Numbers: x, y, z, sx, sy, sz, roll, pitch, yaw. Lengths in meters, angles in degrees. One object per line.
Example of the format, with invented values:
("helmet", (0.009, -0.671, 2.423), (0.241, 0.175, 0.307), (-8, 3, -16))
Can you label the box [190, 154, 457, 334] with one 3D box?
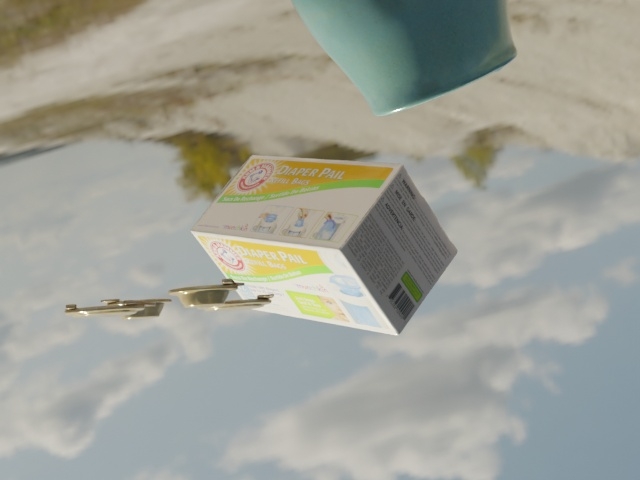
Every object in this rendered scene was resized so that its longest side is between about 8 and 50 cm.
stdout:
("box", (0.000, 0.000, 1.358), (0.203, 0.114, 0.103), (6, -130, 47))

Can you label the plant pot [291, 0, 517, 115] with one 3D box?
("plant pot", (0.094, -0.289, 1.715), (0.271, 0.255, 0.272), (-22, -171, 4))

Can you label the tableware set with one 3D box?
("tableware set", (-0.124, 0.050, 1.241), (0.168, 0.020, 0.141), (-6, 174, 8))
